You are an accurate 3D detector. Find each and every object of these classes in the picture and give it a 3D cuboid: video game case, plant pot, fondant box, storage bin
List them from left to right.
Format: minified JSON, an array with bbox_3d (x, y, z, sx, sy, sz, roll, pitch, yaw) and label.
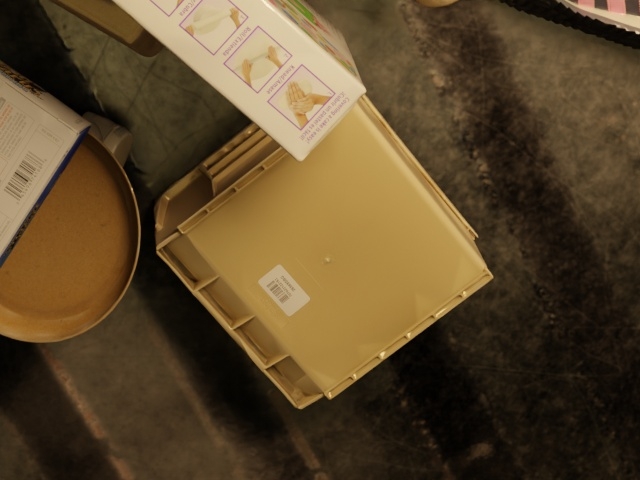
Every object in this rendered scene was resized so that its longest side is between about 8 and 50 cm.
[{"bbox_3d":[-0.399,-0.074,1.659,0.244,0.061,0.269,35,105,-2],"label":"video game case"},{"bbox_3d":[-0.287,-0.015,1.702,0.236,0.032,0.236,2,97,17],"label":"plant pot"},{"bbox_3d":[-0.117,-0.238,1.532,0.330,0.238,0.096,39,102,-16],"label":"fondant box"},{"bbox_3d":[0.000,0.000,1.759,0.260,0.123,0.262,-37,112,7],"label":"storage bin"}]

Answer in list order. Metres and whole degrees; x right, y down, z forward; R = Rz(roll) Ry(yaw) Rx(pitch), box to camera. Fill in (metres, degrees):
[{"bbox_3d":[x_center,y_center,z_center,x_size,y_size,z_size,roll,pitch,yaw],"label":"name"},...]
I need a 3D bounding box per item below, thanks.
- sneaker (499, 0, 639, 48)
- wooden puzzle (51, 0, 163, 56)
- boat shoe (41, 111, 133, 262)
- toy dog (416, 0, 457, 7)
[{"bbox_3d":[0.280,-0.284,1.714,0.319,0.112,0.131,16,88,-15],"label":"sneaker"},{"bbox_3d":[-0.209,-0.329,1.643,0.238,0.044,0.221,31,104,-14],"label":"wooden puzzle"},{"bbox_3d":[-0.261,-0.048,1.735,0.063,0.066,0.184,33,114,11],"label":"boat shoe"},{"bbox_3d":[0.088,-0.376,1.594,0.161,0.334,0.220,7,139,34],"label":"toy dog"}]
